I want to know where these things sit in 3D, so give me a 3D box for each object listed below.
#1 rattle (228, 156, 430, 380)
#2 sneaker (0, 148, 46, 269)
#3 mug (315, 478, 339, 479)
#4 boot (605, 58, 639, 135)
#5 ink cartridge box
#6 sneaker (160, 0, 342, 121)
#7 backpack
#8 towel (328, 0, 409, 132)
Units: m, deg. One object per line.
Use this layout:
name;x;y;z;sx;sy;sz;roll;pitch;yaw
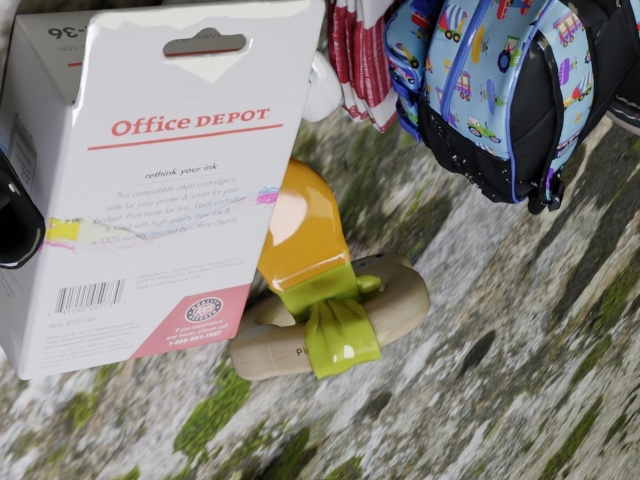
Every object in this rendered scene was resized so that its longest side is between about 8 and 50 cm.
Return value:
rattle;0.000;0.000;1.059;0.130;0.143;0.200;-29;-172;29
sneaker;-0.158;-0.030;0.633;0.067;0.078;0.188;-55;157;1
mug;-0.040;0.247;1.244;0.157;0.097;0.129;-37;152;-37
boot;0.246;-0.255;1.036;0.377;0.138;0.284;-61;158;7
ink cartridge box;-0.079;-0.038;0.752;0.115;0.067;0.198;-9;136;-31
sneaker;-0.038;-0.092;0.831;0.061;0.054;0.152;-45;150;1
backpack;0.110;-0.118;0.898;0.158;0.117;0.173;-53;161;-10
towel;0.080;-0.222;0.893;0.237;0.037;0.329;-49;159;-19
